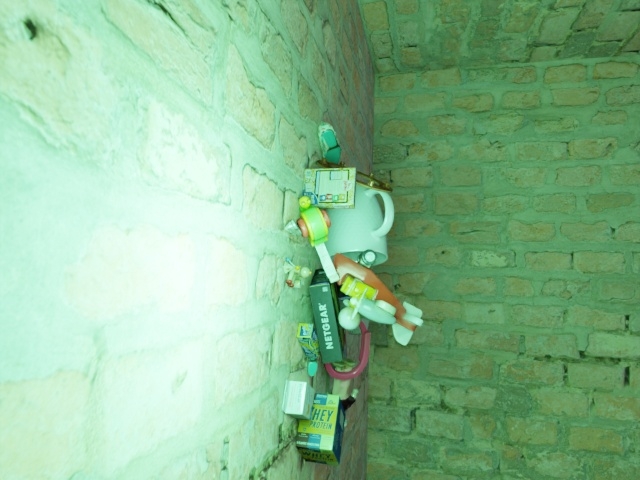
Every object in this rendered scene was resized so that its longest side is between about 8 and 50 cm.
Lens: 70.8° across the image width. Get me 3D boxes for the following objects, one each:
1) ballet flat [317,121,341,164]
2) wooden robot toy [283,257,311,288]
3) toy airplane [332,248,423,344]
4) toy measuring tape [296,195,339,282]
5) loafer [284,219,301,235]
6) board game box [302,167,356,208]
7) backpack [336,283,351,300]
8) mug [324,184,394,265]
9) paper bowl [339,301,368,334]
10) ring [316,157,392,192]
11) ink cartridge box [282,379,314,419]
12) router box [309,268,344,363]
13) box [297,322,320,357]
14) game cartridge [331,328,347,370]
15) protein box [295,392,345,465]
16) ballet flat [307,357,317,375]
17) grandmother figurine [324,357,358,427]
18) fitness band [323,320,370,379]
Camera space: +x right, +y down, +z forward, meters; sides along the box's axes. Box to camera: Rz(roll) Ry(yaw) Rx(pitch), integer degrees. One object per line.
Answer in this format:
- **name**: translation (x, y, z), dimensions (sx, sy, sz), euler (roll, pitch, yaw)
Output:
- **ballet flat**: translation (0.039, -0.416, 1.932), dimensions (0.241, 0.091, 0.077), euler (78, -7, -57)
- **wooden robot toy**: translation (-0.066, 0.118, 1.487), dimensions (0.173, 0.078, 0.076), euler (67, 26, -59)
- **toy airplane**: translation (0.197, 0.254, 1.716), dimensions (0.384, 0.272, 0.386), euler (42, -12, 48)
- **toy measuring tape**: translation (0.000, 0.000, 1.577), dimensions (0.121, 0.121, 0.331), euler (-44, 114, -72)
- **loafer**: translation (-0.091, -0.038, 1.482), dimensions (0.045, 0.039, 0.125), euler (61, 0, 14)
- **board game box**: translation (0.033, -0.191, 1.650), dimensions (0.045, 0.193, 0.147), euler (52, 41, -69)
- **backpack**: translation (0.098, 0.174, 2.067), dimensions (0.173, 0.158, 0.117), euler (53, -47, 32)
- **mug**: translation (0.173, -0.084, 1.928), dimensions (0.276, 0.374, 0.329), euler (10, 68, -34)
- **paper bowl**: translation (0.178, 0.360, 2.405), dimensions (0.284, 0.147, 0.285), euler (0, 90, -78)
- **ring**: translation (0.143, -0.273, 1.846), dimensions (0.336, 0.336, 0.032), euler (-46, 158, -72)
- **ink cartridge box**: translation (-0.071, 0.539, 1.520), dimensions (0.181, 0.061, 0.105), euler (67, 27, -59)
- **router box**: translation (0.031, 0.285, 1.769), dimensions (0.243, 0.080, 0.309), euler (-67, 148, -77)
- **box**: translation (-0.041, 0.370, 1.661), dimensions (0.169, 0.054, 0.059), euler (76, 19, -50)
- **game cartridge**: translation (0.087, 0.526, 2.237), dimensions (0.196, 0.060, 0.295), euler (-55, 144, -61)
- **protein box**: translation (0.007, 0.711, 1.701), dimensions (0.201, 0.135, 0.200), euler (76, 20, -48)
- **ballet flat**: translation (-0.030, 0.468, 1.753), dimensions (0.041, 0.041, 0.115), euler (21, 71, -76)
- **grandmother figurine**: translation (0.094, 0.733, 2.115), dimensions (0.104, 0.207, 0.343), euler (14, -83, 61)
- **fitness band**: translation (0.114, 0.476, 2.006), dimensions (0.054, 0.208, 0.291), euler (-147, -120, -72)
